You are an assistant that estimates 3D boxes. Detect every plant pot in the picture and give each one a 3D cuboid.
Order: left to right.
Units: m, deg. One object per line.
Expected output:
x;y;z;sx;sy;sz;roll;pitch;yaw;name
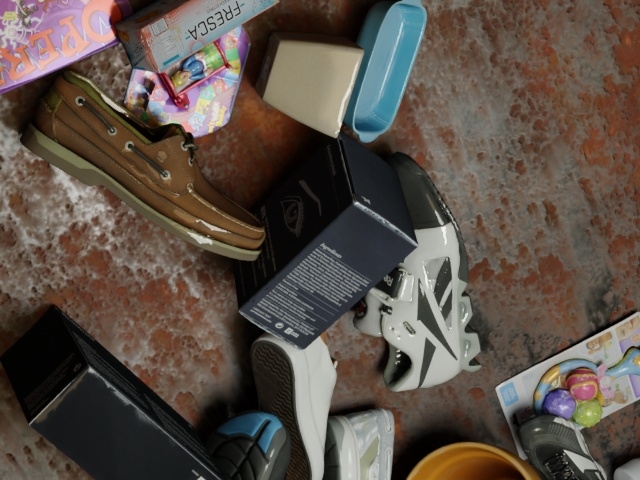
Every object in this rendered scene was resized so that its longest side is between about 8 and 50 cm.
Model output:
-0.019;-0.195;1.759;0.096;0.109;0.109;15;103;-14;plant pot
0.231;0.378;2.010;0.205;0.205;0.188;-59;153;6;plant pot

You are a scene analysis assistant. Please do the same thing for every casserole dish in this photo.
0.071;-0.212;1.800;0.114;0.037;0.188;-6;118;-60;casserole dish

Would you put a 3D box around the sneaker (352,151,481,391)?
0.106;0.053;1.887;0.146;0.122;0.330;-22;115;-16;sneaker

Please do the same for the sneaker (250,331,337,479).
-0.018;0.216;1.909;0.123;0.106;0.290;-41;143;-44;sneaker

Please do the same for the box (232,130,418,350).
0.000;0.000;1.771;0.108;0.153;0.207;34;117;-29;box

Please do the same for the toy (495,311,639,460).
0.376;0.214;2.099;0.237;0.056;0.136;-28;116;-11;toy

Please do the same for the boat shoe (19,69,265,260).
-0.183;-0.083;1.696;0.307;0.111;0.104;29;98;-17;boat shoe

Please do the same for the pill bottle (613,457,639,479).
0.571;0.325;2.167;0.272;0.152;0.152;-24;116;-13;pill bottle

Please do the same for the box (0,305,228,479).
-0.241;0.220;1.767;0.103;0.184;0.261;-43;119;0;box

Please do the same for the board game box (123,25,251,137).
-0.149;-0.195;1.739;0.133;0.033;0.168;12;104;-26;board game box

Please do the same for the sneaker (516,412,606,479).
0.349;0.328;2.075;0.078;0.106;0.234;-28;132;15;sneaker

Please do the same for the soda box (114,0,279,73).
-0.138;-0.256;1.678;0.183;0.063;0.058;-35;120;-27;soda box

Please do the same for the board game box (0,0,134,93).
-0.390;-0.253;1.610;0.347;0.056;0.208;-26;121;-12;board game box

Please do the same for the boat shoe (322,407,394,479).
0.057;0.380;1.994;0.103;0.118;0.320;-11;105;-22;boat shoe

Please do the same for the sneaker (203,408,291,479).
-0.094;0.351;1.912;0.140;0.125;0.340;-1;126;-33;sneaker
